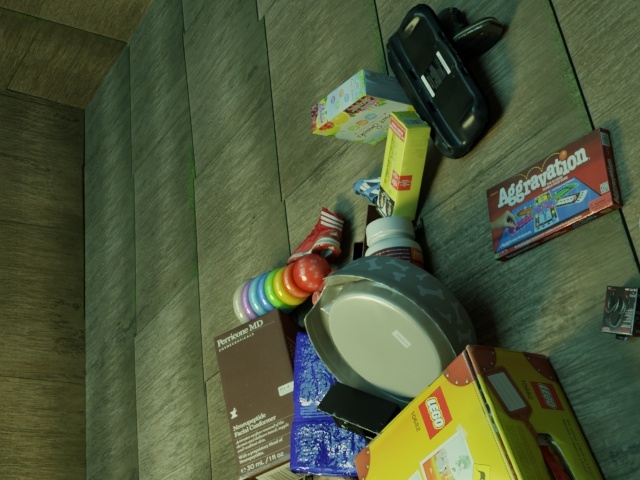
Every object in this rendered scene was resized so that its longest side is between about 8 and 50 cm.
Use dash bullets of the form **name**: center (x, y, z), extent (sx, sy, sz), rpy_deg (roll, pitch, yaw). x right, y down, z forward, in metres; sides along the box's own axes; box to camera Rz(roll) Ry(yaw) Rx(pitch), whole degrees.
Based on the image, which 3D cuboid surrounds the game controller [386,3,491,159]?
- **game controller**: center (0.236, -0.323, 1.896), extent (0.166, 0.067, 0.319), rpy_deg (-50, 58, 42)

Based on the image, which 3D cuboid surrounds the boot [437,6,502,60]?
- **boot**: center (0.289, -0.441, 1.914), extent (0.198, 0.077, 0.137), rpy_deg (-27, 53, 51)

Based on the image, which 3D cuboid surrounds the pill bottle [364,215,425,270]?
- **pill bottle**: center (0.155, 0.070, 1.920), extent (0.121, 0.121, 0.221), rpy_deg (-37, 51, 48)

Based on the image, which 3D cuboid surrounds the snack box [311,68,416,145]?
- **snack box**: center (0.107, -0.289, 2.058), extent (0.207, 0.175, 0.070), rpy_deg (-27, 62, 52)

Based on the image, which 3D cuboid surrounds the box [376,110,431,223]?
- **box**: center (0.172, -0.148, 1.955), extent (0.087, 0.058, 0.232), rpy_deg (-122, 33, -51)

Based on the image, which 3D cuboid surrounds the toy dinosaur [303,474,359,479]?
- **toy dinosaur**: center (0.009, 0.562, 2.012), extent (0.295, 0.127, 0.200), rpy_deg (-53, 33, 27)

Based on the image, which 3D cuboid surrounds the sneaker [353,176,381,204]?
- **sneaker**: center (0.119, -0.108, 2.101), extent (0.144, 0.053, 0.059), rpy_deg (-2, 81, 59)

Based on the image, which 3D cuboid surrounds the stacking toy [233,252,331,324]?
- **stacking toy**: center (-0.078, 0.115, 2.262), extent (0.330, 0.141, 0.141), rpy_deg (-31, 55, 51)

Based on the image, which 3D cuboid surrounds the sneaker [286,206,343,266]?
- **sneaker**: center (0.000, 0.000, 2.262), extent (0.221, 0.087, 0.128), rpy_deg (-27, 40, 55)

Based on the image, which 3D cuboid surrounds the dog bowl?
- **dog bowl**: center (0.137, 0.178, 1.761), extent (0.102, 0.348, 0.349), rpy_deg (-45, 10, -38)

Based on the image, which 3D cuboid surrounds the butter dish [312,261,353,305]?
- **butter dish**: center (0.036, 0.136, 2.095), extent (0.160, 0.118, 0.160), rpy_deg (-57, 37, 31)

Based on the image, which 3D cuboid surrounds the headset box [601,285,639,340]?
- **headset box**: center (0.478, 0.115, 1.469), extent (0.062, 0.032, 0.083), rpy_deg (3, 82, 58)

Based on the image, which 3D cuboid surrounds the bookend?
- **bookend**: center (0.095, 0.368, 1.838), extent (0.157, 0.156, 0.072), rpy_deg (15, 57, 37)

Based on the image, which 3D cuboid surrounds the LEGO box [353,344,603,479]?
- **LEGO box**: center (0.281, 0.483, 1.518), extent (0.372, 0.193, 0.500), rpy_deg (-52, 40, 37)

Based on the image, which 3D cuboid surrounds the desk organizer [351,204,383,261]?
- **desk organizer**: center (0.108, -0.013, 2.089), extent (0.047, 0.050, 0.130), rpy_deg (-5, 76, 58)

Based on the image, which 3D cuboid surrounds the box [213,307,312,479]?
- **box**: center (-0.110, 0.369, 2.176), extent (0.191, 0.143, 0.381), rpy_deg (-27, 50, 13)

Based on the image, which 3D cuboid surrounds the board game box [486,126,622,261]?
- **board game box**: center (0.404, -0.076, 1.654), extent (0.281, 0.027, 0.145), rpy_deg (-32, 53, 50)

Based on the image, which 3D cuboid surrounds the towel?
- **towel**: center (0.042, 0.337, 1.964), extent (0.228, 0.076, 0.308), rpy_deg (-4, 71, 20)
